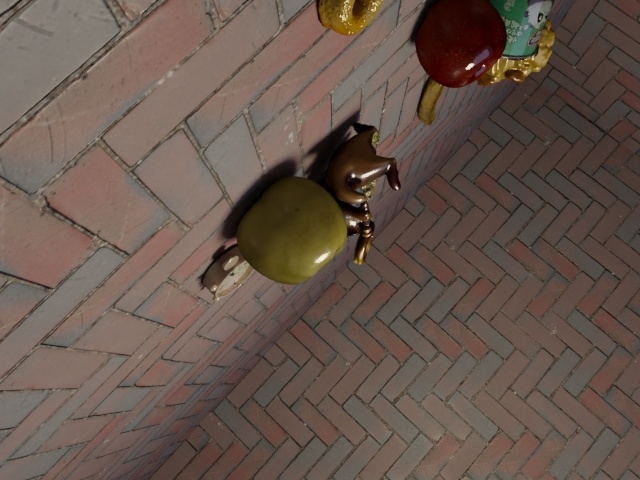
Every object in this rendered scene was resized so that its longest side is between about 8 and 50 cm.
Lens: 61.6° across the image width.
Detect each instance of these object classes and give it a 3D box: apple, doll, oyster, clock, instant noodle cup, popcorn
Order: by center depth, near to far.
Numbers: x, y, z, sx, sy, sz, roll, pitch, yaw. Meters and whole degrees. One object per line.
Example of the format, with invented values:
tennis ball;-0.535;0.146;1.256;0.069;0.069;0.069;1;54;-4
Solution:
apple;-0.070;-0.021;1.329;0.262;0.262;0.262;-46;169;-12
apple;0.350;-0.498;1.344;0.218;0.201;0.218;-40;169;-10
instant noodle cup;0.513;-0.636;1.443;0.251;0.251;0.190;-39;157;-38
clock;-0.246;0.083;1.444;0.156;0.063;0.229;-41;165;-18
doll;0.090;-0.130;1.499;0.339;0.209;0.317;115;-19;-52
popcorn;0.601;-0.642;1.696;0.225;0.265;0.331;-17;129;-61
oyster;0.131;-0.148;2.053;0.209;0.072;0.132;-41;164;-24

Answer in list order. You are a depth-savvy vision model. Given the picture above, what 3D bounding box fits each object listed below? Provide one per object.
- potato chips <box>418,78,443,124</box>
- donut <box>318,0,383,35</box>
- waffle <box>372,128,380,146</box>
potato chips;0.388;-0.492;1.884;0.080;0.057;0.407;-53;170;-6
donut;0.059;-0.417;0.911;0.152;0.058;0.152;-45;166;-14
waffle;0.125;-0.278;1.674;0.169;0.036;0.183;-53;170;13
